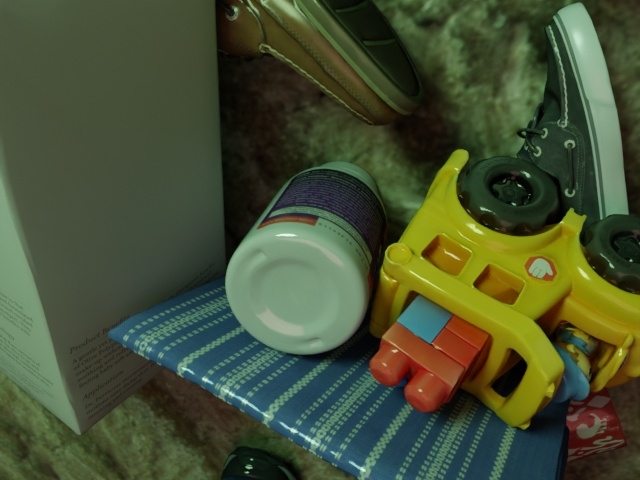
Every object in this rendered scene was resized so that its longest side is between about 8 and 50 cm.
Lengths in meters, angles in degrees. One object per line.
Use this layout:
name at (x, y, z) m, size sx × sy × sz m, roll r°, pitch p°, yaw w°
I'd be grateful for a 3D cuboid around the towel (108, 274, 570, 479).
towel at (0.035, 0.116, 0.504) m, size 0.336 × 0.243 × 0.040 m, roll 24°, pitch 109°, yaw 19°

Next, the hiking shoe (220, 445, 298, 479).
hiking shoe at (-0.091, 0.401, 0.772) m, size 0.113 × 0.132 × 0.304 m, roll 10°, pitch 117°, yaw 8°

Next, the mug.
mug at (0.195, 0.167, 0.603) m, size 0.169 × 0.113 × 0.150 m, roll -19°, pitch 125°, yaw 17°

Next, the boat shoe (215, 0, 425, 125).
boat shoe at (-0.048, -0.197, 0.496) m, size 0.307 × 0.111 × 0.104 m, roll 47°, pitch 120°, yaw 0°

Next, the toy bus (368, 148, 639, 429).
toy bus at (0.142, 0.064, 0.470) m, size 0.220 × 0.211 × 0.149 m, roll 30°, pitch 143°, yaw 19°

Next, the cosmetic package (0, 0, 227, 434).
cosmetic package at (-0.191, -0.049, 0.489) m, size 0.155 × 0.197 × 0.365 m, roll 25°, pitch 131°, yaw 27°

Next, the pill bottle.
pill bottle at (0.000, 0.000, 0.522) m, size 0.108 × 0.193 × 0.108 m, roll 5°, pitch 117°, yaw 11°

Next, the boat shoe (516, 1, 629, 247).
boat shoe at (0.204, -0.074, 0.510) m, size 0.076 × 0.080 × 0.228 m, roll -12°, pitch 120°, yaw 18°
